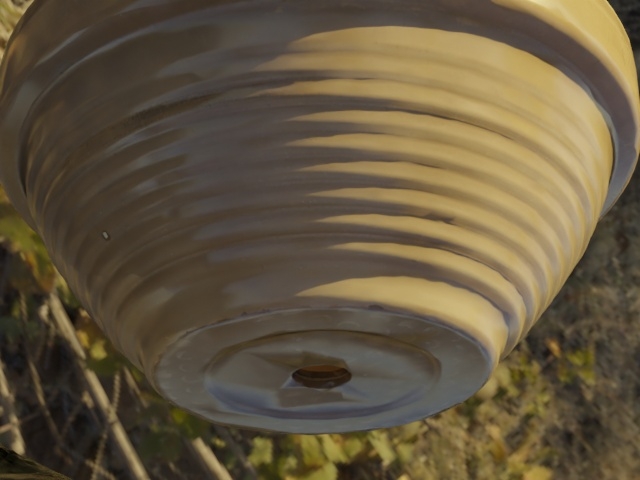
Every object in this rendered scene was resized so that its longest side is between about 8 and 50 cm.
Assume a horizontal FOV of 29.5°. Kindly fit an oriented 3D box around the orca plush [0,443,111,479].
[{"bbox_3d":[-0.125,0.057,0.343,0.151,0.287,0.102,-14,112,-29],"label":"orca plush"}]

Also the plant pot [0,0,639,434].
[{"bbox_3d":[0.000,0.000,0.436,0.237,0.110,0.237,-2,153,-1],"label":"plant pot"}]
